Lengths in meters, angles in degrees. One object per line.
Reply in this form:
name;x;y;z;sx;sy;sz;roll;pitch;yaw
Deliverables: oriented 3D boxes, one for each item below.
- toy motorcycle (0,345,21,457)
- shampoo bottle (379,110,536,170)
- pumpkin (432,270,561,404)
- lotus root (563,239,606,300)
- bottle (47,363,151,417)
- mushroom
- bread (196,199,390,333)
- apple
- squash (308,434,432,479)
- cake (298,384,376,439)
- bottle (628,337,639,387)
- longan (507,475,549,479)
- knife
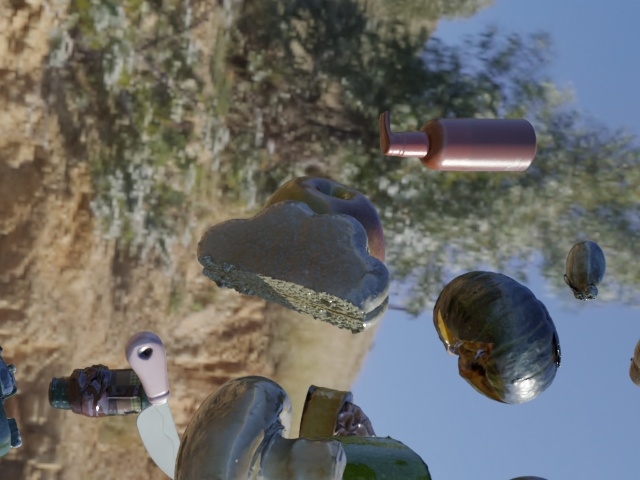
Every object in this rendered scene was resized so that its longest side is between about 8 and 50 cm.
toy motorcycle;-0.579;0.305;1.613;0.127;0.205;0.275;5;-67;45
shampoo bottle;0.206;-0.147;1.505;0.085;0.244;0.085;-179;-90;-69
pumpkin;0.300;0.158;1.669;0.238;0.159;0.238;43;-22;22
lotus root;0.552;0.064;2.083;0.088;0.088;0.165;113;-3;-48
bottle;-0.568;0.393;2.590;0.143;0.271;0.156;-93;-176;-45
mushroom;-0.080;0.276;1.257;0.206;0.209;0.206;-172;-90;-77
bread;-0.031;0.028;1.632;0.183;0.337;0.102;-56;153;-33
apple;0.000;0.000;2.342;0.319;0.319;0.277;-106;-155;-56
squash;0.002;0.458;1.731;0.310;0.309;0.310;-17;-121;30
cake;0.048;0.451;2.401;0.185;0.178;0.207;85;13;-47
bottle;0.710;0.233;2.062;0.209;0.097;0.110;97;-25;-46
longan;0.440;0.585;2.066;0.185;0.204;0.159;-57;-179;-5
knife;-0.300;0.322;1.830;0.043;0.081;0.335;-135;-147;-64
